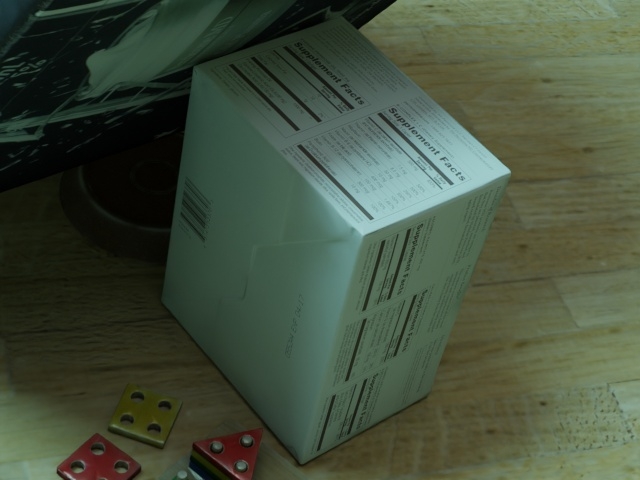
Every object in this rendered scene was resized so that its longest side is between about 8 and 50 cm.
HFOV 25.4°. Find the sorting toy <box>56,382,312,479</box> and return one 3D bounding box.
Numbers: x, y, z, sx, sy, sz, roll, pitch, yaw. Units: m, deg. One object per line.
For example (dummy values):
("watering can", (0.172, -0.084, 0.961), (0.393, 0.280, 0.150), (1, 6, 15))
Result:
("sorting toy", (-0.066, 0.194, 1.054), (0.274, 0.046, 0.132), (35, 48, 20))

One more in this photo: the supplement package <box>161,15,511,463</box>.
("supplement package", (0.000, 0.000, 1.107), (0.145, 0.262, 0.204), (-23, 56, -32))

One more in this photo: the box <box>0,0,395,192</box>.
("box", (-0.157, -0.257, 1.066), (0.472, 0.480, 0.297), (-22, 85, -39))

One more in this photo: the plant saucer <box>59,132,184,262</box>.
("plant saucer", (-0.150, -0.050, 1.286), (0.168, 0.029, 0.168), (7, 44, -7))
